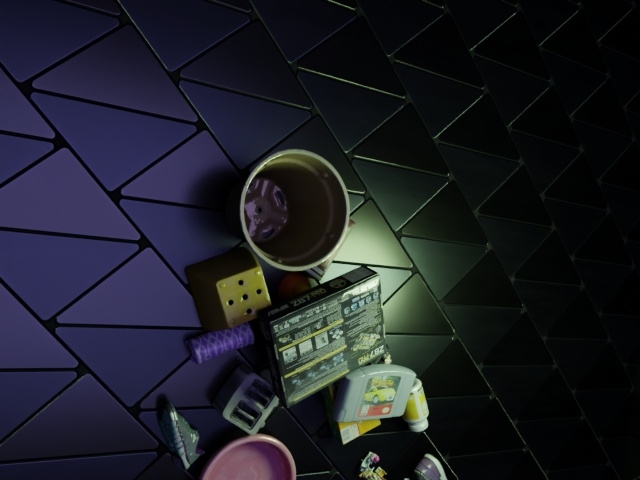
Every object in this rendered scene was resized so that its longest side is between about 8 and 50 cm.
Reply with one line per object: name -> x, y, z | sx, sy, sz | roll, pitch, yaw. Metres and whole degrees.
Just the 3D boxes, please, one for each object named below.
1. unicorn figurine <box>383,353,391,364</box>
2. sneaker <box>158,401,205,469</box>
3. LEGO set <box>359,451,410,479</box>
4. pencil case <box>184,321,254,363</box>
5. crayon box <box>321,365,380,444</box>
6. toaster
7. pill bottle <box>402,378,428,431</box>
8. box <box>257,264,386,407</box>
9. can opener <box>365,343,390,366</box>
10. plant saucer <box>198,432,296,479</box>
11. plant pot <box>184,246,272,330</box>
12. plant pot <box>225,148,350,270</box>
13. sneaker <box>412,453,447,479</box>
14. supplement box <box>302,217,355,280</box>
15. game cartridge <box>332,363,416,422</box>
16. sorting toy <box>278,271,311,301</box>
unicorn figurine -> 0.239, 0.499, 1.950 | 0.162, 0.060, 0.111 | -44, 112, -19
sneaker -> -0.422, 0.579, 1.612 | 0.098, 0.083, 0.223 | -26, 111, -45
LEGO set -> 0.257, 0.915, 1.962 | 0.287, 0.107, 0.132 | 42, 74, -23
pencil case -> -0.308, 0.318, 1.639 | 0.206, 0.086, 0.088 | -16, 137, -24
crayon box -> 0.099, 0.551, 1.869 | 0.165, 0.081, 0.278 | -19, 102, -26
toaster -> -0.232, 0.498, 1.674 | 0.186, 0.110, 0.168 | 42, 73, -23
pill bottle -> 0.349, 0.620, 1.993 | 0.103, 0.103, 0.184 | -21, 103, -25
box -> 0.021, 0.291, 1.641 | 0.395, 0.097, 0.318 | -23, 118, -26
can opener -> 0.197, 0.413, 1.885 | 0.073, 0.186, 0.059 | 37, 119, 7
plant saucer -> -0.243, 0.780, 1.703 | 0.332, 0.084, 0.332 | -2, 93, -28
plant pot -> -0.259, 0.155, 1.594 | 0.212, 0.187, 0.212 | -20, 102, -26
plant pot -> -0.134, -0.091, 1.575 | 0.334, 0.305, 0.333 | -2, 95, -28
sneaker -> 0.444, 0.985, 2.065 | 0.124, 0.107, 0.283 | -34, 99, -30
supplement box -> 0.000, 0.000, 1.784 | 0.130, 0.073, 0.239 | 38, 77, -25
game cartridge -> 0.190, 0.519, 1.810 | 0.294, 0.060, 0.196 | 4, 105, -30
sorting toy -> 0.023, 0.246, 1.784 | 0.365, 0.126, 0.127 | 43, 74, -23
